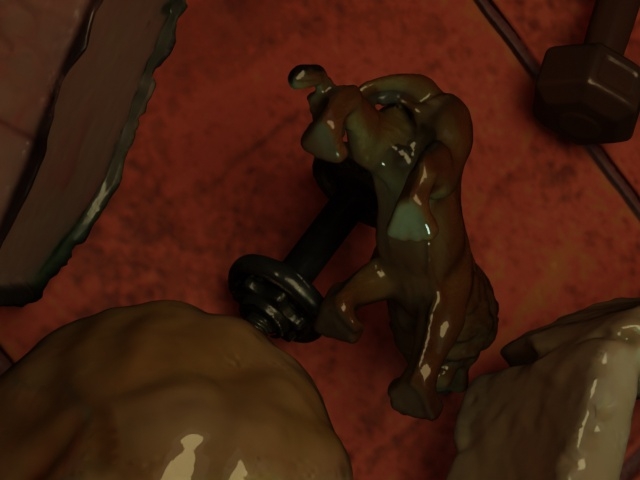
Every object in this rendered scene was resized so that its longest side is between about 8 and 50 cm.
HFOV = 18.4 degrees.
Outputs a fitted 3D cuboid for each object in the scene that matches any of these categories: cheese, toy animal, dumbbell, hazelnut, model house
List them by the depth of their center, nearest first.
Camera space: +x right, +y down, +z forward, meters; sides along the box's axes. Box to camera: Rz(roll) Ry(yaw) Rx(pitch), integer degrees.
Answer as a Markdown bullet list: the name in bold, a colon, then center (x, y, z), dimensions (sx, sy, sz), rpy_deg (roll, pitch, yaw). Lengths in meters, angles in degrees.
- **hazelnut**: center (-0.100, 0.160, 1.214), dimensions (0.241, 0.261, 0.261), rpy_deg (47, 55, -42)
- **model house**: center (-0.245, -0.110, 1.245), dimensions (0.237, 0.202, 0.237), rpy_deg (24, 101, 7)
- **toy animal**: center (0.064, -0.005, 1.327), dimensions (0.157, 0.097, 0.312), rpy_deg (-50, 143, -48)
- **cheese**: center (0.238, 0.177, 1.378), dimensions (0.332, 0.153, 0.292), rpy_deg (-2, 81, -38)
- **dumbbell**: center (0.000, 0.000, 1.379), dimensions (0.081, 0.081, 0.254), rpy_deg (42, 62, -9)
- **dumbbell**: center (0.233, -0.183, 1.552), dimensions (0.092, 0.082, 0.231), rpy_deg (29, 64, -15)
